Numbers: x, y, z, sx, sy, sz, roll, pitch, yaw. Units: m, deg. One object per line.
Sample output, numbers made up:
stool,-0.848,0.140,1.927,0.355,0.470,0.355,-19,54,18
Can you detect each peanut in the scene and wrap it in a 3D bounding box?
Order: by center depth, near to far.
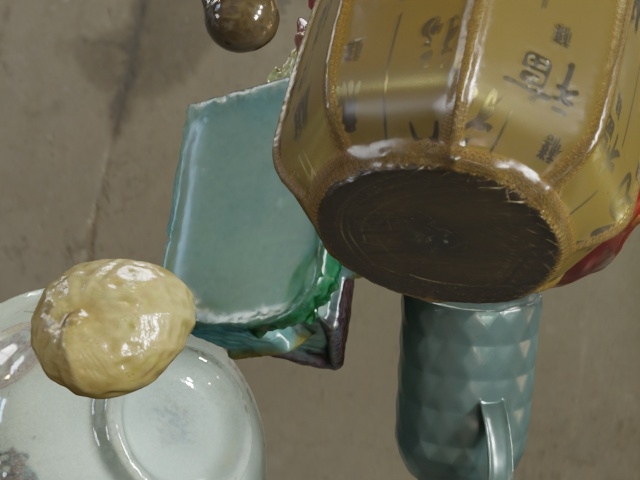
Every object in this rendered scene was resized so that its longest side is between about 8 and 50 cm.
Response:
peanut,-0.194,0.078,1.308,0.140,0.109,0.159,1,28,24

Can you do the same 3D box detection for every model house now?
model house,0.000,0.000,1.460,0.230,0.249,0.280,-10,63,39

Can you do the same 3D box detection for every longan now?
longan,-0.107,-0.300,1.849,0.113,0.092,0.113,4,76,-18

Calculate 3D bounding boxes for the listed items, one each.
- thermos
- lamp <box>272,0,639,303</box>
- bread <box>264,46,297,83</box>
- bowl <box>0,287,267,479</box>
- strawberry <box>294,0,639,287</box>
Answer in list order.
thermos,0.155,0.182,1.462,0.145,0.286,0.182,-3,14,-17
lamp,0.068,-0.074,0.616,0.161,0.161,0.185,11,60,11
bread,0.025,-0.256,2.015,0.232,0.088,0.128,-43,49,8
bowl,-0.201,0.223,1.542,0.435,0.196,0.435,17,60,-32
strawberry,0.120,-0.108,0.865,0.261,0.261,0.257,-36,83,-17
